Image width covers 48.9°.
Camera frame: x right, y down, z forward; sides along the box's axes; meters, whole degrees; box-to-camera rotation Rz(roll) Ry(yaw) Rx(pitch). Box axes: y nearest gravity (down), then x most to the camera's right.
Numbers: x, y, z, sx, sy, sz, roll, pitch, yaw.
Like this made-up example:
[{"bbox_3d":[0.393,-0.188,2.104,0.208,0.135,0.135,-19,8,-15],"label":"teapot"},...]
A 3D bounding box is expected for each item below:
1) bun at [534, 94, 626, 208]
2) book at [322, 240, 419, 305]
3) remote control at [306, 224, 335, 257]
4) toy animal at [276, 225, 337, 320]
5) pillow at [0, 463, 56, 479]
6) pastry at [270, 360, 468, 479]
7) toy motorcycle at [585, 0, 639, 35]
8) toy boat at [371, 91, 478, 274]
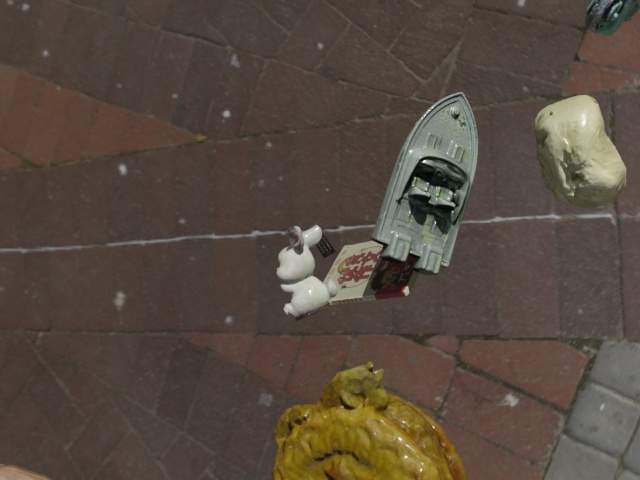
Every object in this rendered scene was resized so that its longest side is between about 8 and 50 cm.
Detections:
[{"bbox_3d":[0.488,-0.162,1.356,0.145,0.229,0.229,-28,76,4],"label":"bun"},{"bbox_3d":[0.100,0.054,1.335,0.232,0.162,0.022,-10,126,44],"label":"book"},{"bbox_3d":[0.000,0.000,1.560,0.034,0.091,0.016,-28,38,6],"label":"remote control"},{"bbox_3d":[-0.030,0.048,1.023,0.085,0.071,0.124,-24,85,27],"label":"toy animal"},{"bbox_3d":[-0.255,0.312,0.601,0.223,0.084,0.236,13,77,-5],"label":"pillow"},{"bbox_3d":[0.050,0.280,0.790,0.240,0.132,0.235,-40,66,27],"label":"pastry"},{"bbox_3d":[0.608,-0.497,1.358,0.109,0.198,0.296,40,90,15],"label":"toy motorcycle"},{"bbox_3d":[0.192,-0.105,1.197,0.141,0.092,0.320,20,81,-16],"label":"toy boat"}]
